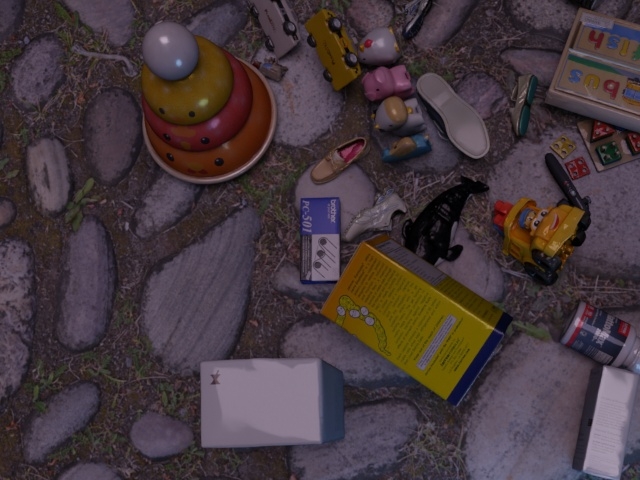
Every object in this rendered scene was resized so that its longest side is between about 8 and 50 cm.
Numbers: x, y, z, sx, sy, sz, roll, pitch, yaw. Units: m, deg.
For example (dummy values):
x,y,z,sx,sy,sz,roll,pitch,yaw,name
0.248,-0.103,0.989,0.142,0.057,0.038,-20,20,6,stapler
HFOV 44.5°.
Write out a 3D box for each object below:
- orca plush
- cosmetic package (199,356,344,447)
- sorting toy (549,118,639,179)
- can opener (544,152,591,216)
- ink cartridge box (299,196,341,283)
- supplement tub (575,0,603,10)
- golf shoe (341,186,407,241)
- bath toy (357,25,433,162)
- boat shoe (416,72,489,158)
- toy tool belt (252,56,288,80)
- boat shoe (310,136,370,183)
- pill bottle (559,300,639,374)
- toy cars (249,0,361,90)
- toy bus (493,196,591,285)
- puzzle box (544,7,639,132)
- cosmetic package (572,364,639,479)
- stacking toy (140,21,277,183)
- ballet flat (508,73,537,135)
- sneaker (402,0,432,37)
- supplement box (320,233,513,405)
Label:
x,y,z,sx,sy,sz,roll,pitch,yaw,name
0.288,-0.037,1.839,0.287,0.102,0.151,-41,76,-3,orca plush
-0.081,0.338,1.617,0.229,0.453,0.162,-3,76,7,cosmetic package
0.693,-0.245,1.866,0.274,0.046,0.132,-19,75,3,sorting toy
0.579,-0.126,1.845,0.073,0.059,0.186,-23,76,2,can opener
0.000,0.000,1.896,0.097,0.046,0.207,-2,77,6,ink cartridge box
0.631,-0.668,1.935,0.190,0.117,0.117,43,85,14,supplement tub
0.131,-0.045,1.882,0.176,0.069,0.086,-42,82,-3,golf shoe
0.163,-0.362,1.914,0.128,0.151,0.349,-19,71,14,bath toy
0.321,-0.295,1.907,0.095,0.079,0.254,-40,73,-1,boat shoe
-0.129,-0.448,2.021,0.083,0.052,0.051,26,50,9,toy tool belt
0.045,-0.204,1.930,0.170,0.059,0.063,-35,75,-2,boat shoe
0.635,0.220,1.733,0.180,0.108,0.108,27,82,12,pill bottle
-0.030,-0.523,1.970,0.393,0.177,0.087,35,41,29,toy cars
0.477,-0.026,1.760,0.211,0.220,0.149,37,80,20,toy bus
0.768,-0.383,1.858,0.408,0.052,0.272,20,69,11,puzzle box
0.615,0.393,1.692,0.085,0.117,0.231,12,78,9,cosmetic package
-0.306,-0.355,1.793,0.350,0.480,0.351,-2,77,7,stacking toy
0.490,-0.329,1.916,0.052,0.057,0.168,7,72,37,ballet flat
0.236,-0.577,2.004,0.058,0.052,0.135,23,73,22,sneaker
0.214,0.165,1.727,0.356,0.194,0.195,34,105,14,supplement box
